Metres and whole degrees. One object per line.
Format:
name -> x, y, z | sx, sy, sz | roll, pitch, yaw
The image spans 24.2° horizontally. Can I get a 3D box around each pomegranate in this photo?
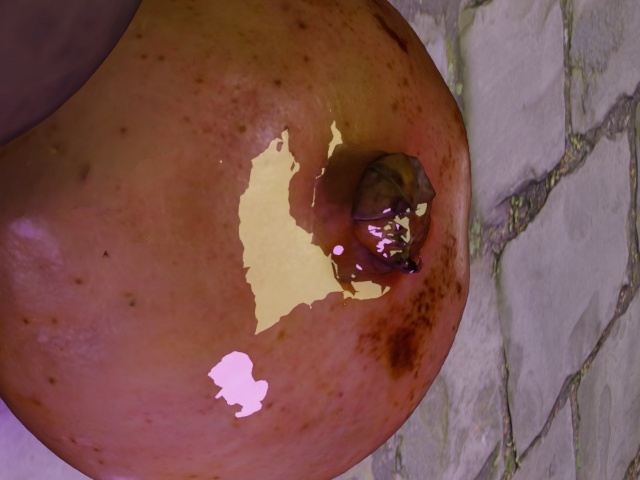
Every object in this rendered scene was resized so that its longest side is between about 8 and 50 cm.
pomegranate -> -0.049, -0.014, 0.870 | 0.338, 0.338, 0.338 | -22, 115, -58

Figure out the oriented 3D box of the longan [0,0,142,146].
longan -> -0.189, -0.161, 0.677 | 0.300, 0.243, 0.300 | -58, 179, -2
